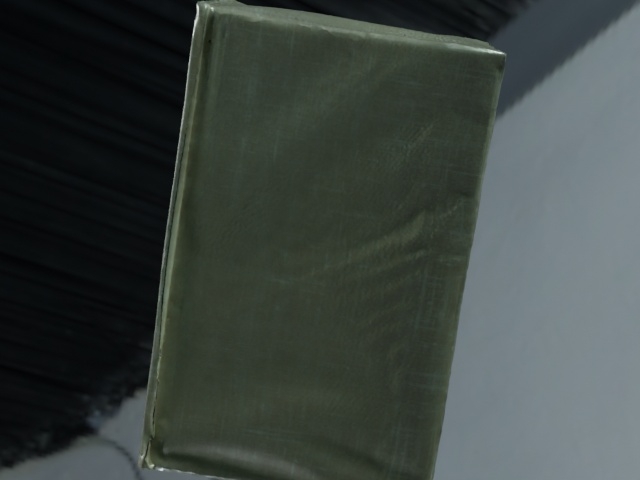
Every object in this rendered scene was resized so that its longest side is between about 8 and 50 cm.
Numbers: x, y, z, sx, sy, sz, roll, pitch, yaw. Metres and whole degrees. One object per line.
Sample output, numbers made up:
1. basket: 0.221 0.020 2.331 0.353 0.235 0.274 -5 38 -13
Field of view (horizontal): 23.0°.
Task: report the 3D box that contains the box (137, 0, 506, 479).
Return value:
1. box: 0.000 0.000 0.819 0.155 0.149 0.231 -76 -5 -81
